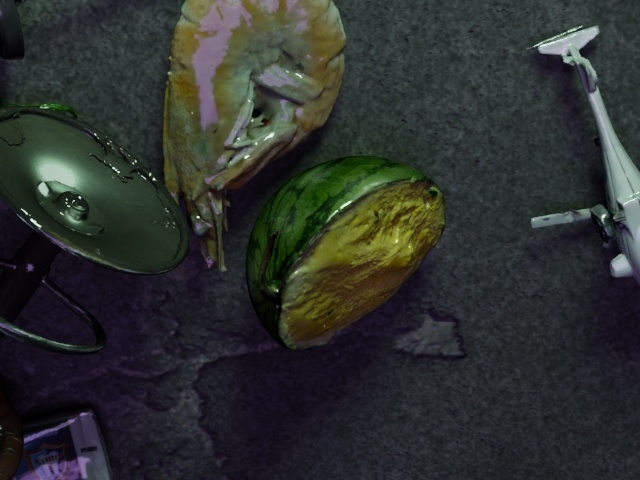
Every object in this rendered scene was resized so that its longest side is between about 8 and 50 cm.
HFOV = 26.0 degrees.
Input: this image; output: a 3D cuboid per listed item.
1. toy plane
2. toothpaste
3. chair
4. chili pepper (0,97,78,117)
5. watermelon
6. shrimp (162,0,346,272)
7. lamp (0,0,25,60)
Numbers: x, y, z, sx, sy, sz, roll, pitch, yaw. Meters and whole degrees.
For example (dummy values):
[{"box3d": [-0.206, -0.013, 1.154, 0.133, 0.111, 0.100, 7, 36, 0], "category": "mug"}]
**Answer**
[{"box3d": [0.301, -0.071, 1.352, 0.181, 0.107, 0.273, -7, 113, -6], "category": "toy plane"}, {"box3d": [-0.426, 0.258, 1.503, 0.392, 0.061, 0.099, -10, 116, 0], "category": "toothpaste"}, {"box3d": [-0.322, 0.090, 1.322, 0.226, 0.226, 0.401, 31, 115, -17], "category": "chair"}, {"box3d": [-0.380, -0.086, 1.329, 0.278, 0.065, 0.122, -29, 125, 13], "category": "chili pepper"}, {"box3d": [0.005, -0.001, 1.337, 0.232, 0.127, 0.204, -23, 145, -32], "category": "watermelon"}, {"box3d": [-0.066, -0.116, 1.325, 0.168, 0.077, 0.317, 5, 114, -8], "category": "shrimp"}, {"box3d": [-0.140, -0.256, 1.223, 0.371, 0.108, 0.130, -12, 107, 5], "category": "lamp"}]
